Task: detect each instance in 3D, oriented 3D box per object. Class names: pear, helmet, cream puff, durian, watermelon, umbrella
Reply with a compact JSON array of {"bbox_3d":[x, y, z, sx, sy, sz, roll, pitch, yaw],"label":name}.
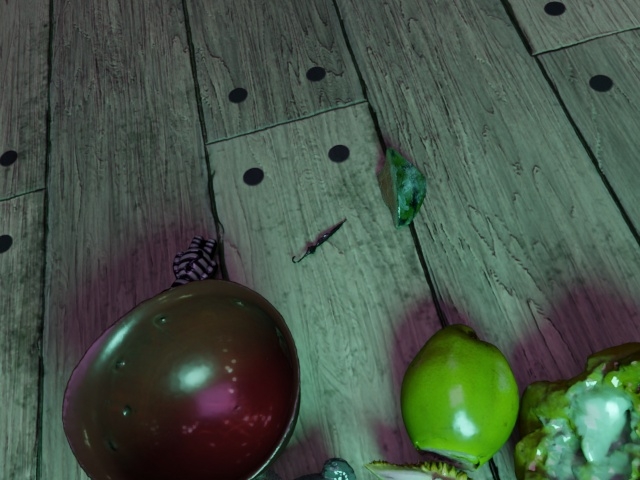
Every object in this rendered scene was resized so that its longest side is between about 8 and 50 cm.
[{"bbox_3d":[0.225,0.243,0.889,0.187,0.187,0.219,14,61,16],"label":"pear"},{"bbox_3d":[-0.187,0.265,0.915,0.385,0.230,0.337,-16,61,10],"label":"helmet"},{"bbox_3d":[0.445,0.317,0.803,0.274,0.270,0.323,28,67,-17],"label":"cream puff"},{"bbox_3d":[0.159,0.363,0.829,0.224,0.140,0.078,36,71,-21],"label":"durian"},{"bbox_3d":[0.173,-0.101,1.144,0.101,0.080,0.155,11,57,-25],"label":"watermelon"},{"bbox_3d":[0.003,0.003,1.133,0.149,0.022,0.022,-36,59,-14],"label":"umbrella"}]

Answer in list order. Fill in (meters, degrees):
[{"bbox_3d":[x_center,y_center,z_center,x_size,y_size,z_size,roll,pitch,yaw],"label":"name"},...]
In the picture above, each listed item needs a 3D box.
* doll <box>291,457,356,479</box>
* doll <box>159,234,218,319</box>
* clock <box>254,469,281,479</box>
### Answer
[{"bbox_3d":[0.051,0.491,0.802,0.246,0.158,0.340,-42,67,1],"label":"doll"},{"bbox_3d":[-0.269,0.090,1.109,0.091,0.067,0.219,15,61,5],"label":"doll"},{"bbox_3d":[-0.100,0.430,0.940,0.083,0.010,0.074,9,65,13],"label":"clock"}]
